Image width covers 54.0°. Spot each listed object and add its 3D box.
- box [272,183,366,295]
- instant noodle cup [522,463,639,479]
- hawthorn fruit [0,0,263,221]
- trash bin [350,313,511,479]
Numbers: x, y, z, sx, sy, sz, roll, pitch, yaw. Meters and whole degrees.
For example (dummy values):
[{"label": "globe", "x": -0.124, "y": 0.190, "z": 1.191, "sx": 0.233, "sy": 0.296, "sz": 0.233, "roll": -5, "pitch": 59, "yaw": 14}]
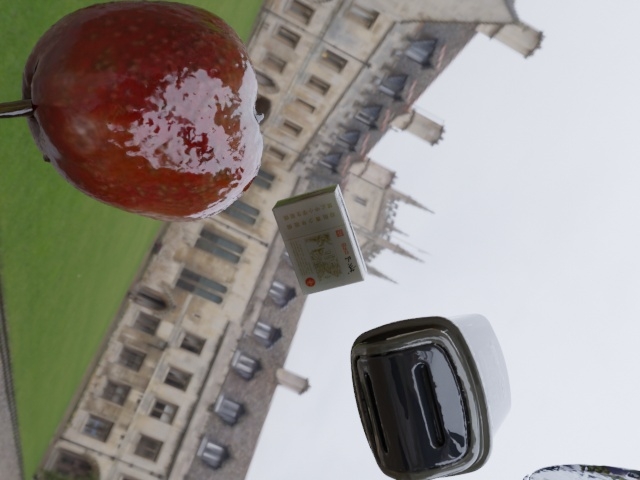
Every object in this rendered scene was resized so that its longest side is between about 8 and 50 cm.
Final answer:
[{"label": "box", "x": 0.000, "y": 0.000, "z": 1.272, "sx": 0.141, "sy": 0.201, "sz": 0.058, "roll": -16, "pitch": -163, "yaw": 14}, {"label": "instant noodle cup", "x": 0.231, "y": 0.324, "z": 0.349, "sx": 0.284, "sy": 0.284, "sz": 0.312, "roll": 177, "pitch": -76, "yaw": -77}, {"label": "hawthorn fruit", "x": -0.245, "y": -0.159, "z": 0.798, "sx": 0.284, "sy": 0.369, "sz": 0.285, "roll": 14, "pitch": -74, "yaw": 56}, {"label": "trash bin", "x": 0.163, "y": 0.208, "z": 0.894, "sx": 0.182, "sy": 0.209, "sz": 0.290, "roll": -18, "pitch": 172, "yaw": 28}]
